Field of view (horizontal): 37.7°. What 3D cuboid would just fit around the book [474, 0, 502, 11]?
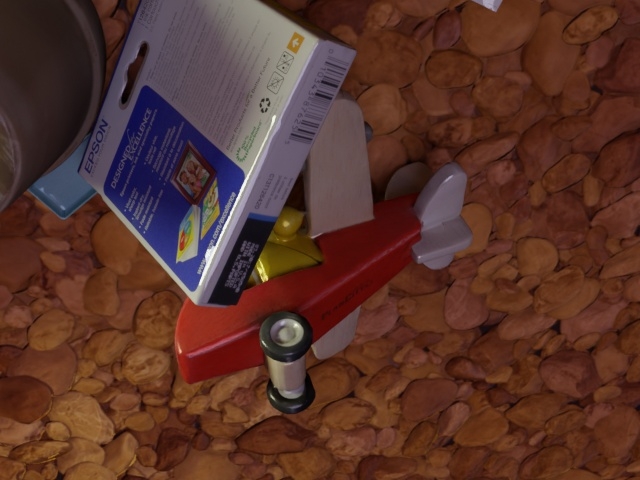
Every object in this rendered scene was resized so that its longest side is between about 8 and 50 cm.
[{"bbox_3d":[0.200,-0.358,1.107,0.096,0.035,0.144,20,115,-17],"label":"book"}]

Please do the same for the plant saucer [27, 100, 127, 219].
[{"bbox_3d":[-0.280,-0.105,1.185,0.192,0.018,0.067,-37,120,12],"label":"plant saucer"}]

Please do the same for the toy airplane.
[{"bbox_3d":[0.000,0.000,1.185,0.384,0.272,0.386,6,118,-58],"label":"toy airplane"}]

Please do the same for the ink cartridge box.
[{"bbox_3d":[-0.132,-0.134,1.033,0.072,0.307,0.304,8,115,-43],"label":"ink cartridge box"}]

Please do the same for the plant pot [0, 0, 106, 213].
[{"bbox_3d":[-0.394,-0.149,0.984,0.323,0.280,0.323,-4,123,-7],"label":"plant pot"}]
